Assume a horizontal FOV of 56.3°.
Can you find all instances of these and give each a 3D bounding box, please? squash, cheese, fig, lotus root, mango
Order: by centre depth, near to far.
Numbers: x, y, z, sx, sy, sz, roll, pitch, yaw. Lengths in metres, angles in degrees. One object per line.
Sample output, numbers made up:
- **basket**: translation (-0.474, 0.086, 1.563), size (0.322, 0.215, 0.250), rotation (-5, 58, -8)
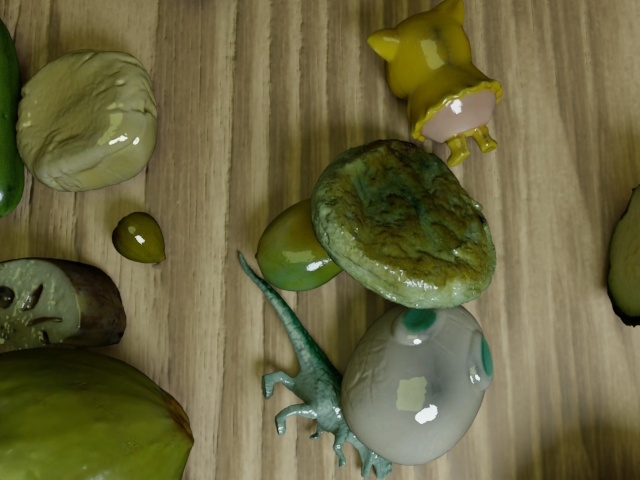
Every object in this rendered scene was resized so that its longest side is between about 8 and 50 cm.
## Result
- **fig**: translation (-0.332, 0.280, 0.737), size (0.344, 0.343, 0.342), rotation (-1, 80, 5)
- **squash**: translation (0.463, 0.014, 0.749), size (0.133, 0.220, 0.220), rotation (14, 82, 11)
- **lotus root**: translation (-0.412, 0.091, 0.867), size (0.235, 0.119, 0.138), rotation (-1, 80, 8)
- **mango**: translation (-0.004, -0.002, 0.867), size (0.191, 0.085, 0.122), rotation (-31, 69, -13)
- **fig**: translation (-0.268, 0.000, 0.896), size (0.074, 0.074, 0.088), rotation (-41, 106, -2)
- **cheese**: translation (-0.361, -0.189, 0.916), size (0.226, 0.117, 0.213), rotation (-17, 73, 7)
- **squash**: translation (-0.524, -0.216, 0.942), size (0.102, 0.101, 0.378), rotation (-9, 83, 4)

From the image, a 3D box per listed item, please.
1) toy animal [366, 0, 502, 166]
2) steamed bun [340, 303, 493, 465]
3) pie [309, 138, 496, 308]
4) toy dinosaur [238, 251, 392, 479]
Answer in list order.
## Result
- **toy animal**: translation (0.174, -0.223, 0.858), size (0.156, 0.156, 0.229), rotation (-26, 82, 1)
- **steamed bun**: translation (0.131, 0.175, 0.777), size (0.177, 0.130, 0.228), rotation (35, 72, 1)
- **pie**: translation (0.119, -0.027, 0.804), size (0.277, 0.078, 0.276), rotation (11, 50, -13)
- **toy dinosaur**: translation (-0.044, 0.189, 0.829), size (0.129, 0.076, 0.382), rotation (-32, 84, -33)
